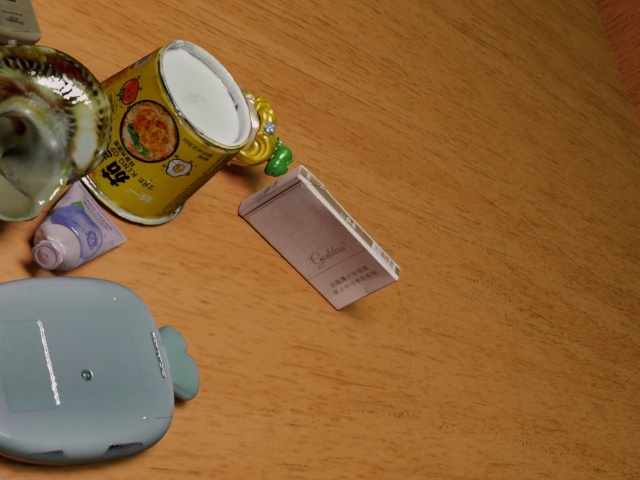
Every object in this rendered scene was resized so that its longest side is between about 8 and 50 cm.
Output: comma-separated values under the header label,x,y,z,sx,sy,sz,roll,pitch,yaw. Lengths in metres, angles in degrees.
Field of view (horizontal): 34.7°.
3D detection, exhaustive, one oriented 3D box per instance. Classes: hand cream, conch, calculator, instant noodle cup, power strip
label,x,y,z,sx,sy,sz,roll,pitch,yaw
hand cream,-0.250,-0.010,1.051,0.084,0.053,0.142,53,24,-10
conch,-0.292,-0.101,1.000,0.181,0.124,0.187,28,68,-51
calculator,-0.228,0.120,0.981,0.299,0.041,0.185,5,62,-49
instant noodle cup,-0.172,-0.129,1.144,0.182,0.144,0.182,34,39,-34
power strip,-0.356,-0.279,1.123,0.076,0.028,0.168,0,66,-54

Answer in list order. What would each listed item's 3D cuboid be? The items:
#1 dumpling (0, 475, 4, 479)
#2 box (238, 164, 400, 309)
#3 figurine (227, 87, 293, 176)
label,x,y,z,sx,sy,sz,roll,pitch,yaw
dumpling,-0.330,0.235,0.700,0.318,0.187,0.242,35,80,-21
box,0.000,0.000,1.308,0.198,0.109,0.029,46,36,-21
figurine,-0.100,-0.148,1.310,0.156,0.094,0.115,32,19,-10
